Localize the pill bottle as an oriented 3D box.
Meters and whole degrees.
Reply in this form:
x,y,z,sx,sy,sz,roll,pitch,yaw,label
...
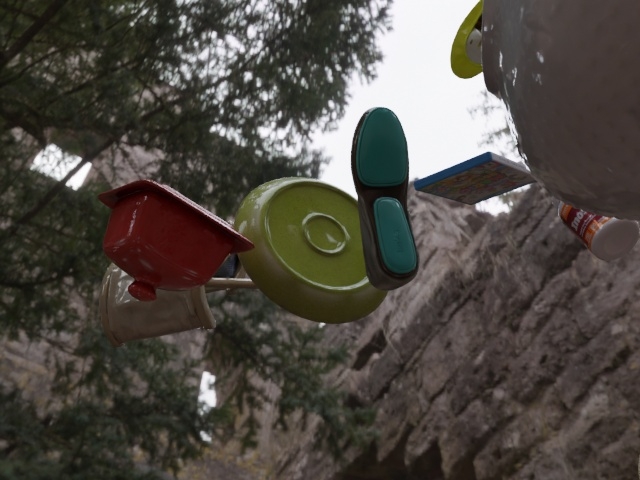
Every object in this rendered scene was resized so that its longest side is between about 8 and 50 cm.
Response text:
x,y,z,sx,sy,sz,roll,pitch,yaw,label
0.457,-0.040,1.266,0.086,0.152,0.086,-9,-54,-13,pill bottle

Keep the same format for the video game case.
x,y,z,sx,sy,sz,roll,pitch,yaw,label
0.223,-0.084,1.054,0.119,0.015,0.166,-22,-18,35,video game case

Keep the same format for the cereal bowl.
x,y,z,sx,sy,sz,roll,pitch,yaw,label
0.208,-0.188,0.574,0.141,0.339,0.339,9,-54,20,cereal bowl

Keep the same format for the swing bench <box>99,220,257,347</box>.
x,y,z,sx,sy,sz,roll,pitch,yaw,label
-0.249,0.072,1.412,0.253,0.254,0.165,-14,-84,32,swing bench

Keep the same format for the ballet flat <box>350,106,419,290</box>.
x,y,z,sx,sy,sz,roll,pitch,yaw,label
0.065,-0.046,0.851,0.072,0.213,0.068,1,-19,-18,ballet flat

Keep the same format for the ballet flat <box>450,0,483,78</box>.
x,y,z,sx,sy,sz,roll,pitch,yaw,label
0.271,-0.342,1.163,0.077,0.077,0.231,20,-56,-14,ballet flat

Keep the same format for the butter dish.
x,y,z,sx,sy,sz,roll,pitch,yaw,label
-0.188,0.015,0.878,0.160,0.118,0.160,33,-23,-30,butter dish

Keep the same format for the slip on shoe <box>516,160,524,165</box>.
x,y,z,sx,sy,sz,roll,pitch,yaw,label
0.349,-0.119,1.394,0.135,0.051,0.041,-11,-61,23,slip on shoe

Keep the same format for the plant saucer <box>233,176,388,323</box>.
x,y,z,sx,sy,sz,roll,pitch,yaw,label
0.000,0.000,1.036,0.241,0.241,0.037,21,-42,-13,plant saucer

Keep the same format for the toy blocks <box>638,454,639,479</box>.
x,y,z,sx,sy,sz,roll,pitch,yaw,label
0.111,0.102,0.246,0.123,0.054,0.148,-49,-27,0,toy blocks
